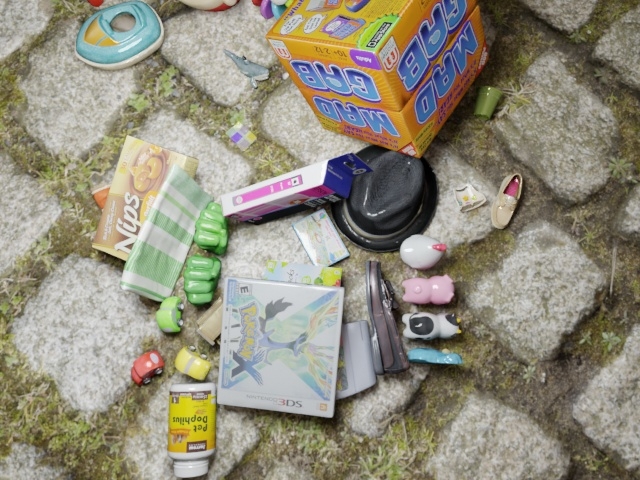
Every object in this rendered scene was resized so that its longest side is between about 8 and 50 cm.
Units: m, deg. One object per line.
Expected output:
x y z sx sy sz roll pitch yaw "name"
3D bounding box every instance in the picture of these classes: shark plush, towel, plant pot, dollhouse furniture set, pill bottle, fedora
-0.217 -0.535 1.476 0.073 0.067 0.161 -43 82 -9 "shark plush"
-0.234 -0.309 1.456 0.060 0.009 0.083 -44 82 -9 "towel"
0.493 -0.406 1.468 0.083 0.083 0.079 19 91 2 "plant pot"
-0.216 0.215 1.321 0.182 0.101 0.161 -47 107 -10 "dollhouse furniture set"
-0.390 -0.006 1.269 0.038 0.248 0.325 20 79 13 "towel"
-0.321 0.468 1.231 0.117 0.117 0.215 -1 78 -2 "pill bottle"
0.183 -0.139 1.358 0.334 0.152 0.334 0 77 -1 "fedora"

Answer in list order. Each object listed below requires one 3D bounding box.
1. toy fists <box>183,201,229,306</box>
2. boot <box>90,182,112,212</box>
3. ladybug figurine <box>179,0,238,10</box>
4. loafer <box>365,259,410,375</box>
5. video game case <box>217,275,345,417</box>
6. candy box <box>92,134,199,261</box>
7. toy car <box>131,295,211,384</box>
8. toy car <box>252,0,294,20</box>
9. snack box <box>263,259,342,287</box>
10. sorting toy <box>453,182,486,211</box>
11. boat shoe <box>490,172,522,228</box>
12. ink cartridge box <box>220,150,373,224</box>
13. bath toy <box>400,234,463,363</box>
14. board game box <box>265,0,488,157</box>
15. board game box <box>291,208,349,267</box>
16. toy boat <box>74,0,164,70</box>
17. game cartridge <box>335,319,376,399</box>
-0.300 0.038 1.312 0.096 0.142 0.279 12 78 1 "toy fists"
-0.559 -0.134 1.391 0.158 0.059 0.085 -23 88 -3 "boot"
-0.348 -0.856 1.472 0.305 0.162 0.449 -29 73 13 "ladybug figurine"
0.176 0.200 1.301 0.095 0.109 0.303 -6 81 11 "loafer"
-0.101 0.265 1.227 0.300 0.036 0.329 5 95 5 "video game case"
-0.466 -0.099 1.314 0.183 0.087 0.316 20 95 11 "candy box"
-0.399 0.254 1.275 0.239 0.053 0.225 -9 74 18 "toy car"
-0.142 -0.747 1.499 0.136 0.159 0.182 -44 81 25 "toy car"
-0.054 0.153 1.304 0.207 0.070 0.174 5 63 6 "snack box"
0.421 -0.127 1.421 0.083 0.045 0.075 -19 72 -5 "sorting toy"
0.536 -0.117 1.410 0.063 0.059 0.170 18 78 2 "boat shoe"
-0.057 -0.125 1.267 0.371 0.176 0.069 -18 77 21 "ink cartridge box"
0.301 0.151 1.310 0.151 0.129 0.348 4 78 -37 "bath toy"
0.158 -0.496 1.265 0.356 0.356 0.356 27 77 38 "board game box"
0.000 0.000 1.387 0.103 0.026 0.154 -27 80 -7 "board game box"
-0.634 -0.661 1.451 0.267 0.148 0.318 -32 81 -8 "toy boat"
-0.004 0.327 1.305 0.294 0.060 0.196 -8 82 -3 "game cartridge"
